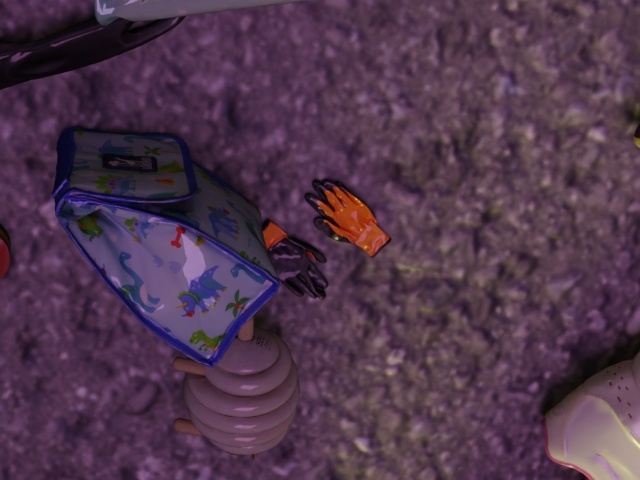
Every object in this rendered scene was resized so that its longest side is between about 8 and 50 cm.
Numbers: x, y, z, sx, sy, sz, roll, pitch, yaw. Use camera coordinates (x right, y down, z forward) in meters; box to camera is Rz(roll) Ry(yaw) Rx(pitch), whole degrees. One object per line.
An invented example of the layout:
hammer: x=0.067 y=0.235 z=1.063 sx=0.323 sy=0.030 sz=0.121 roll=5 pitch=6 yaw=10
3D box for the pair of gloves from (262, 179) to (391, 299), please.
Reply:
pair of gloves: x=0.000 y=0.000 z=1.234 sx=0.083 sy=0.010 sz=0.074 roll=-39 pitch=115 yaw=10

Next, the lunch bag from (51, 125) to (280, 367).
lunch bag: x=-0.109 y=-0.010 z=1.146 sx=0.151 sy=0.129 sz=0.096 roll=33 pitch=104 yaw=-19

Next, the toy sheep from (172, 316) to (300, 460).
toy sheep: x=-0.057 y=0.102 z=1.231 sx=0.091 sy=0.091 sz=0.132 roll=-4 pitch=133 yaw=-7

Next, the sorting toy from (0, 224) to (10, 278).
sorting toy: x=-0.340 y=0.071 z=1.192 sx=0.132 sy=0.046 sz=0.274 roll=37 pitch=105 yaw=-22

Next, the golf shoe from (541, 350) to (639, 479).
golf shoe: x=0.276 y=0.214 z=1.333 sx=0.140 sy=0.115 sz=0.306 roll=-25 pitch=110 yaw=14

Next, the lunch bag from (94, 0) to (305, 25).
lunch bag: x=-0.043 y=-0.272 z=1.025 sx=0.223 sy=0.160 sz=0.262 roll=-6 pitch=103 yaw=-3

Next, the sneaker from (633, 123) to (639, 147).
sneaker: x=0.297 y=-0.117 z=1.203 sx=0.185 sy=0.069 sz=0.084 roll=-20 pitch=107 yaw=-7

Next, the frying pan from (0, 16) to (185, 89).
frying pan: x=-0.257 y=-0.108 z=1.093 sx=0.326 sy=0.053 sz=0.197 roll=-41 pitch=141 yaw=0
